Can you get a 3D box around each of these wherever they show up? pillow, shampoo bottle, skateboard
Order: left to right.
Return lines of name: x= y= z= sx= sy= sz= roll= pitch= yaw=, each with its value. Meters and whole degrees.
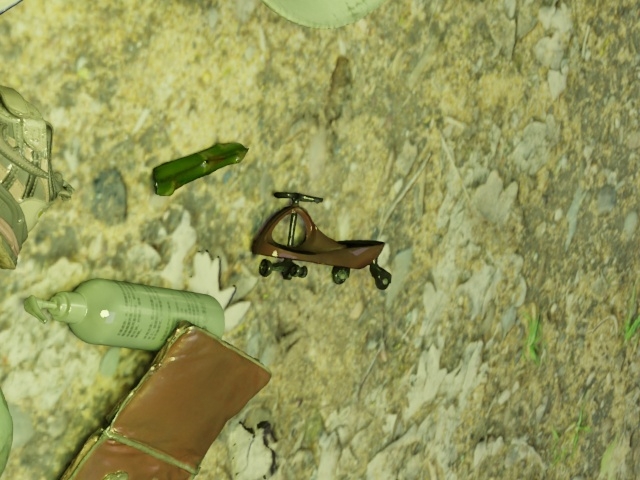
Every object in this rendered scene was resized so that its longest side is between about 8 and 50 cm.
shampoo bottle: x=-0.162 y=0.059 z=1.141 sx=0.195 sy=0.056 sz=0.056 roll=14 pitch=94 yaw=-49
pillow: x=-0.143 y=0.176 z=1.183 sx=0.232 sy=0.043 sz=0.126 roll=-54 pitch=141 yaw=5
skateboard: x=0.000 y=0.000 z=1.300 sx=0.151 sy=0.067 sz=0.080 roll=8 pitch=89 yaw=-45

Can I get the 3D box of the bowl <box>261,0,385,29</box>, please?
bowl: x=-0.044 y=-0.376 z=0.974 sx=0.435 sy=0.196 sz=0.435 roll=-40 pitch=139 yaw=-48

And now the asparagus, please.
asparagus: x=-0.103 y=-0.062 z=1.186 sx=0.108 sy=0.021 sz=0.025 roll=-26 pitch=126 yaw=-40

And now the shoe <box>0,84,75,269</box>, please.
shoe: x=-0.233 y=-0.068 z=0.990 sx=0.092 sy=0.089 sz=0.180 roll=-42 pitch=134 yaw=-28

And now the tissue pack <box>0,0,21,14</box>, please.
tissue pack: x=-0.268 y=-0.194 z=0.765 sx=0.209 sy=0.269 sz=0.137 roll=-42 pitch=132 yaw=-29

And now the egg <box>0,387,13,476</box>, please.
egg: x=-0.288 y=0.122 z=0.970 sx=0.131 sy=0.131 sz=0.164 roll=-52 pitch=129 yaw=-21
